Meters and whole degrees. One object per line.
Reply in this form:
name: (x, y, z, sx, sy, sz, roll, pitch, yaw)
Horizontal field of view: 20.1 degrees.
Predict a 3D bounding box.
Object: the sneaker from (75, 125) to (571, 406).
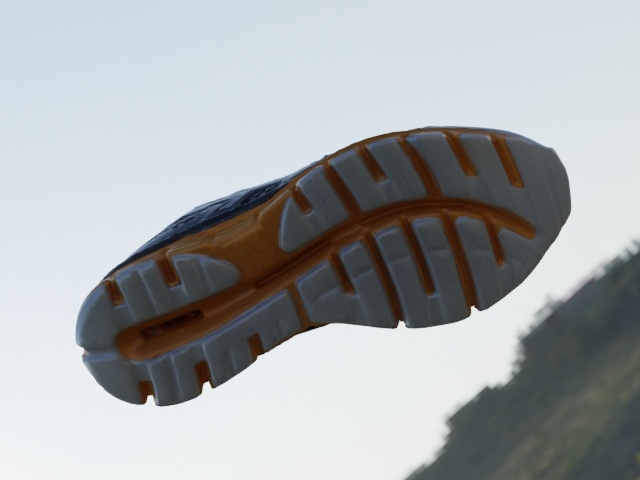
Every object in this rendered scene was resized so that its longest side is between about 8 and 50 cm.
sneaker: (0.000, 0.000, 0.765, 0.215, 0.084, 0.083, -17, 14, 8)
